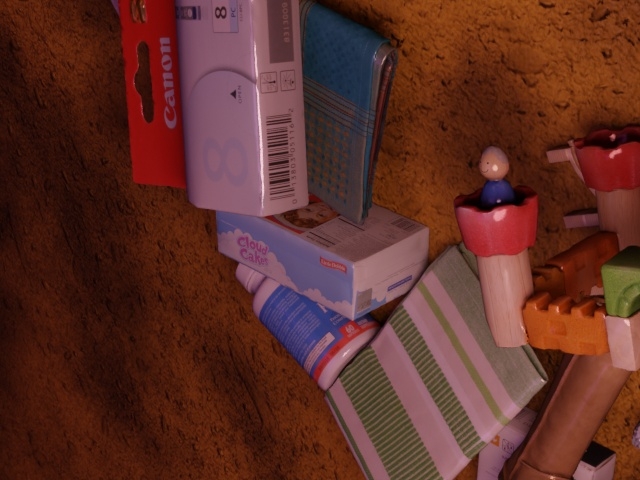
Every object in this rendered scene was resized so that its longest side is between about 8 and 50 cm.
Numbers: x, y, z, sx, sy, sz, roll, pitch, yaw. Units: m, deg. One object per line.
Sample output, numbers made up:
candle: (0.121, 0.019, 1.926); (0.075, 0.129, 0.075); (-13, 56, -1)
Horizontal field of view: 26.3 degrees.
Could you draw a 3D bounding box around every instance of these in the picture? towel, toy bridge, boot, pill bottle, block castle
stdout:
towel: (-0.053, -0.217, 1.832); (0.370, 0.040, 0.271); (34, 134, 32)
toy bridge: (0.316, -0.028, 1.600); (0.063, 0.026, 0.188); (-5, 106, 47)
boot: (0.292, 0.233, 1.590); (0.236, 0.089, 0.269); (-100, 29, -59)
pill bottle: (-0.020, 0.099, 1.967); (0.221, 0.124, 0.124); (46, 138, 20)
block castle: (0.386, -0.020, 1.307); (0.453, 0.303, 0.213); (7, 114, 45)
towel: (0.141, 0.193, 1.784); (0.325, 0.038, 0.248); (-53, 47, 30)

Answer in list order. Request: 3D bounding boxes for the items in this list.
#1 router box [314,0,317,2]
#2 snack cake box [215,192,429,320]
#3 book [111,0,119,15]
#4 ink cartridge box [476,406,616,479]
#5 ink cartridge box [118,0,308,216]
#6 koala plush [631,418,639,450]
router box: (-0.071, -0.328, 1.852); (0.133, 0.046, 0.179); (-17, 97, 51)
snack cake box: (0.000, 0.000, 1.868); (0.264, 0.152, 0.089); (26, 127, 38)
book: (-0.276, -0.399, 2.055); (0.096, 0.035, 0.144); (57, 141, 13)
ink cartridge box: (0.288, 0.405, 1.838); (0.175, 0.069, 0.371); (25, 125, 37)
ink cartridge box: (-0.178, -0.205, 1.836); (0.385, 0.091, 0.308); (9, 106, 45)
koala plush: (0.393, 0.337, 1.557); (0.203, 0.221, 0.196); (29, 129, 35)
